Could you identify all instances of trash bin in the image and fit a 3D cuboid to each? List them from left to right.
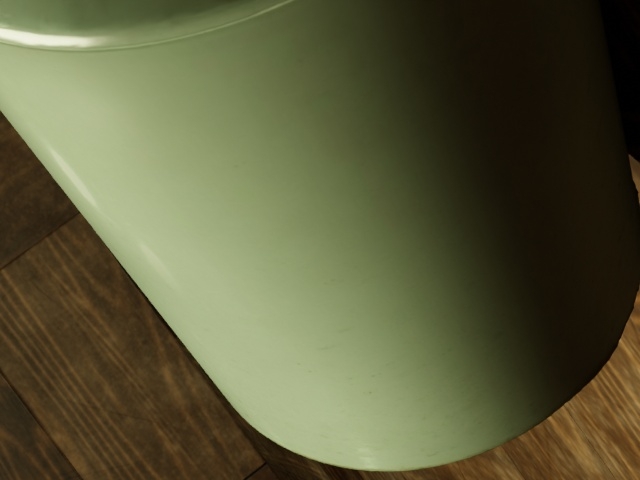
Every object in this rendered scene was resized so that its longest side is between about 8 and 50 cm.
[{"bbox_3d":[-0.012,-0.104,0.856,0.280,0.280,0.432,44,169,36],"label":"trash bin"}]
